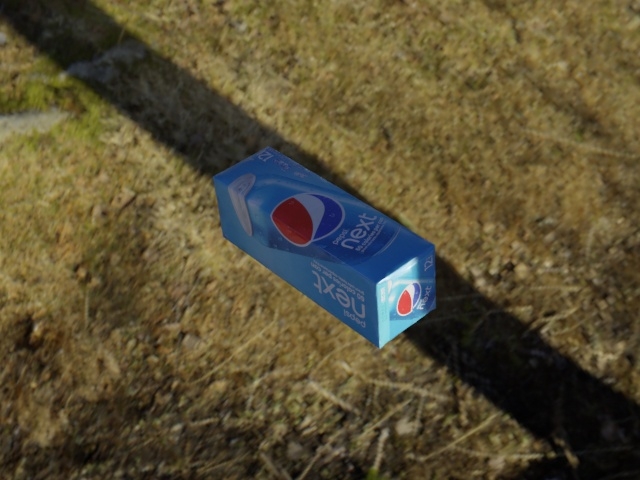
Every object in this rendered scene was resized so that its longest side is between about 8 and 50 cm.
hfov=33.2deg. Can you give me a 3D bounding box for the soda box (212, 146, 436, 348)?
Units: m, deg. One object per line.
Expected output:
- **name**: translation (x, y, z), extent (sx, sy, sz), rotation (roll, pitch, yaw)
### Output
- **soda box**: translation (0.000, 0.000, 0.906), extent (0.067, 0.071, 0.210), rotation (-32, 46, -29)
